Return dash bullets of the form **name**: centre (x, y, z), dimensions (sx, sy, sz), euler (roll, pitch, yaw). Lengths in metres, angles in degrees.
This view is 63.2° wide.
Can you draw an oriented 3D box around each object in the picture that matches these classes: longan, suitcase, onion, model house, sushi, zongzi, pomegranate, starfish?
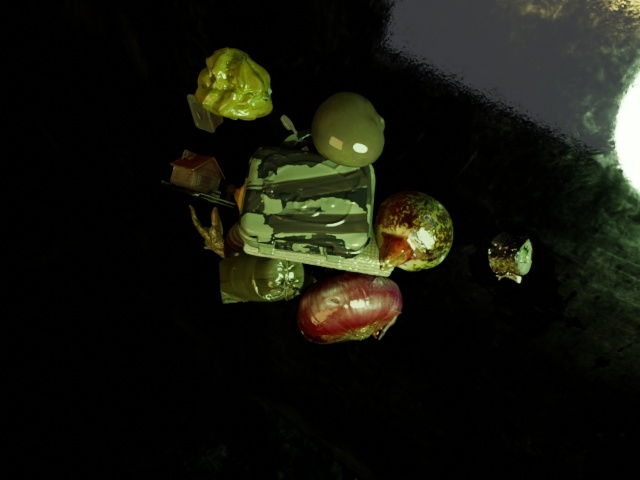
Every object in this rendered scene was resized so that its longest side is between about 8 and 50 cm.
- **longan**: centre (0.067, -0.262, 1.258), dimensions (0.189, 0.189, 0.189), euler (30, 145, 24)
- **suitcase**: centre (-0.028, -0.123, 1.382), dimensions (0.351, 0.339, 0.194), euler (7, 163, -2)
- **onion**: centre (0.082, 0.182, 1.645), dimensions (0.347, 0.348, 0.285), euler (128, 133, -58)
- **model house**: centre (-0.433, -0.234, 1.922), dimensions (0.207, 0.154, 0.294), euler (15, -177, -42)
- **sushi**: centre (0.449, 0.035, 1.223), dimensions (0.084, 0.094, 0.098), euler (14, 137, 42)
- **onion**: centre (-0.255, 0.052, 1.950), dimensions (0.216, 0.207, 0.206), euler (31, 142, 32)
- **zongzi**: centre (-0.075, 0.111, 1.663), dimensions (0.447, 0.418, 0.181), euler (-7, 81, 53)
- **pomegranate**: centre (0.214, -0.007, 1.302), dimensions (0.214, 0.248, 0.214), euler (26, 136, 27)
- **starfish**: centre (-0.423, 0.001, 2.207), dimensions (0.358, 0.078, 0.347), euler (20, 137, 35)

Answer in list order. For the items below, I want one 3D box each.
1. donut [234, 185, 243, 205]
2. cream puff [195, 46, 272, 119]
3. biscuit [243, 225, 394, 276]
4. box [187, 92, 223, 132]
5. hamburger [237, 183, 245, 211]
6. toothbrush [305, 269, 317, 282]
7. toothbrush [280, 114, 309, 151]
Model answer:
- **donut**: centre (-0.223, -0.125, 1.841), dimensions (0.178, 0.065, 0.162), euler (47, 152, -5)
- **cream puff**: centre (-0.243, -0.432, 1.423), dimensions (0.221, 0.194, 0.194), euler (24, 143, 23)
- **biscuit**: centre (0.000, 0.000, 1.482), dimensions (0.426, 0.144, 0.078), euler (9, 146, -1)
- **box**: centre (-0.367, -0.418, 1.674), dimensions (0.089, 0.062, 0.122), euler (24, 141, 30)
- **hamburger**: centre (-0.136, -0.112, 1.656), dimensions (0.246, 0.170, 0.246), euler (26, 130, 35)
- **toothbrush**: centre (-0.047, 0.131, 1.972), dimensions (0.194, 0.014, 0.017), euler (39, 147, 10)
- **toothbrush**: centre (-0.033, -0.251, 1.519), dimensions (0.269, 0.021, 0.027), euler (54, 160, -13)
